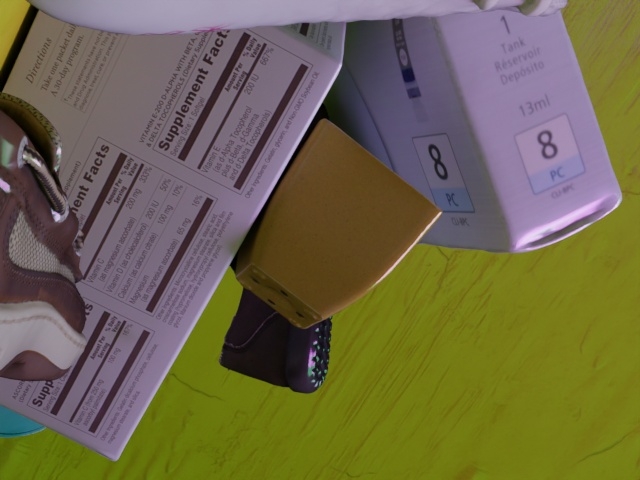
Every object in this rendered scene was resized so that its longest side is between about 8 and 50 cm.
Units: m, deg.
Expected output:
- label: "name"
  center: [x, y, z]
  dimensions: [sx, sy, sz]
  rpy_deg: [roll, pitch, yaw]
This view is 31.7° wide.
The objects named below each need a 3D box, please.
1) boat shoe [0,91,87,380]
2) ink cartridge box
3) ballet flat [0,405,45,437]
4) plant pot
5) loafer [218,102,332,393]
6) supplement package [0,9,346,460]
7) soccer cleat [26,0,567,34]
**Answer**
- label: "boat shoe"
  center: [-0.119, -0.004, 0.407]
  dimensions: [0.257, 0.095, 0.095]
  rpy_deg: [172, -61, -79]
- label: "ink cartridge box"
  center: [0.028, -0.185, 0.754]
  dimensions: [0.091, 0.385, 0.308]
  rpy_deg: [-25, -171, -15]
- label: "ballet flat"
  center: [-0.216, 0.005, 0.928]
  dimensions: [0.409, 0.147, 0.147]
  rpy_deg: [-52, -167, 35]
- label: "plant pot"
  center: [0.000, 0.000, 0.605]
  dimensions: [0.083, 0.081, 0.081]
  rpy_deg: [-54, -174, -19]
- label: "loafer"
  center: [-0.031, -0.006, 0.758]
  dimensions: [0.080, 0.078, 0.220]
  rpy_deg: [77, 15, -58]
- label: "supplement package"
  center: [-0.109, -0.051, 0.661]
  dimensions: [0.262, 0.145, 0.204]
  rpy_deg: [-58, -170, 20]
- label: "soccer cleat"
  center: [0.044, -0.137, 0.428]
  dimensions: [0.331, 0.143, 0.116]
  rpy_deg: [-28, 149, -39]
